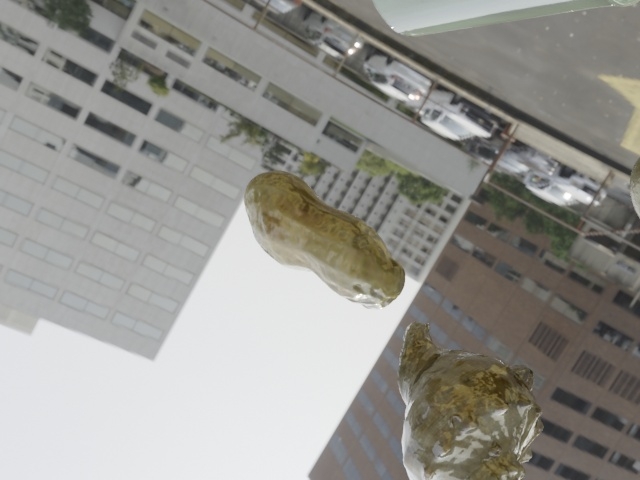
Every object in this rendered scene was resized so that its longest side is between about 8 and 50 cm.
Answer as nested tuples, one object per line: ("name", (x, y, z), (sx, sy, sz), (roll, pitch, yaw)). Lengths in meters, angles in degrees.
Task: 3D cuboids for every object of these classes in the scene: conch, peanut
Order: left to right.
("peanut", (0.000, 0.000, 1.009), (0.290, 0.130, 0.130), (33, -172, 20))
("conch", (0.209, 0.249, 0.934), (0.324, 0.186, 0.263), (-87, -15, -48))

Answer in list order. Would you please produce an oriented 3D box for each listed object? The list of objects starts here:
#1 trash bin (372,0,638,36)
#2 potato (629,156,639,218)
("trash bin", (0.296, -0.463, 1.001), (0.432, 0.280, 0.280), (3, 166, 46))
("potato", (0.497, -0.072, 0.882), (0.194, 0.157, 0.157), (-21, -138, -38))
